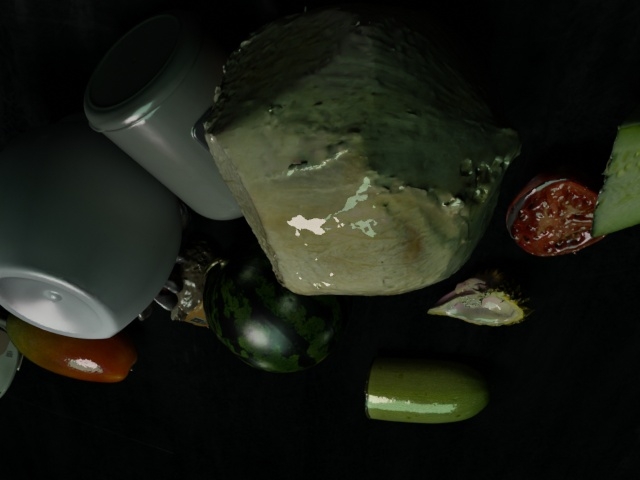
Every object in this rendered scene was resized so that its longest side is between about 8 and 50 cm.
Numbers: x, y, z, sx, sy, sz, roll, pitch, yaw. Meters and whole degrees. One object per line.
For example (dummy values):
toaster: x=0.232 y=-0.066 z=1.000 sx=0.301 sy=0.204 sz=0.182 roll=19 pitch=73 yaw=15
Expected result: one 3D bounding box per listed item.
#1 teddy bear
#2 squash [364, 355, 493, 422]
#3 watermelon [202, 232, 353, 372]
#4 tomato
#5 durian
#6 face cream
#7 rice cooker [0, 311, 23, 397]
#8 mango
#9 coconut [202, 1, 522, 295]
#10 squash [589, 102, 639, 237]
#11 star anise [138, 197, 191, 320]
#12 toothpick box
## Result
teddy bear: x=-0.210 y=0.105 z=2.045 sx=0.190 sy=0.140 sz=0.177 roll=25 pitch=140 yaw=-31
squash: x=0.220 y=0.301 z=2.175 sx=0.247 sy=0.133 sz=0.132 roll=1 pitch=143 yaw=16
watermelon: x=-0.072 y=0.102 z=1.884 sx=0.268 sy=0.269 sz=0.269 roll=8 pitch=144 yaw=6
tomato: x=0.362 y=-0.057 z=1.686 sx=0.166 sy=0.082 sz=0.174 roll=29 pitch=137 yaw=-28
durian: x=0.278 y=0.098 z=1.937 sx=0.224 sy=0.078 sz=0.140 roll=-9 pitch=153 yaw=43
face cream: x=-0.361 y=-0.046 z=1.685 sx=0.312 sy=0.357 sz=0.219 roll=29 pitch=142 yaw=-21
rice cooker: x=-0.719 y=0.257 z=2.348 sx=0.145 sy=0.206 sz=0.127 roll=20 pitch=160 yaw=-11
mango: x=-0.521 y=0.211 z=2.263 sx=0.289 sy=0.146 sz=0.129 roll=9 pitch=156 yaw=4
coconut: x=0.080 y=-0.118 z=1.431 sx=0.404 sy=0.405 sz=0.405 roll=8 pitch=144 yaw=6
squash: x=0.497 y=-0.105 z=1.525 sx=0.155 sy=0.204 sz=0.237 roll=28 pitch=148 yaw=19
star anise: x=-0.311 y=0.025 z=1.945 sx=0.198 sy=0.110 sz=0.258 roll=15 pitch=111 yaw=25
toothpick box: x=-0.163 y=-0.159 z=1.591 sx=0.229 sy=0.229 sz=0.316 roll=-16 pitch=136 yaw=34
